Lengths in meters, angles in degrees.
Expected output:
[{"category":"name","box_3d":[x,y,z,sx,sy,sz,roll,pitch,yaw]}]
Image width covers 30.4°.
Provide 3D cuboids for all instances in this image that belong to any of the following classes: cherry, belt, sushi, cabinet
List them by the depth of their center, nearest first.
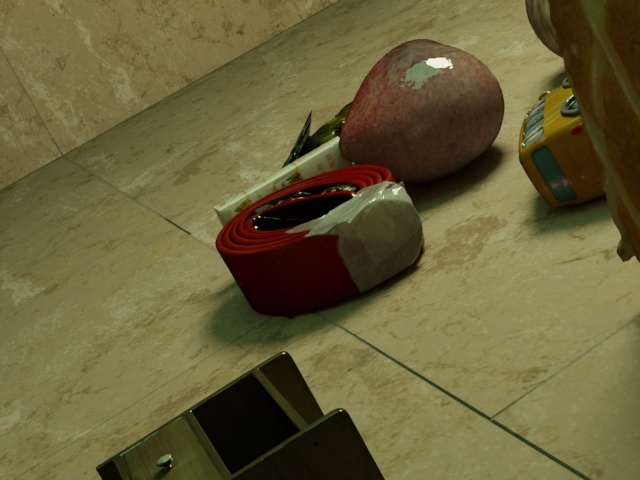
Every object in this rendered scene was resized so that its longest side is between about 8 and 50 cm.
[{"category":"cabinet","box_3d":[-0.068,0.230,1.062,0.215,0.148,0.175,-31,20,-10]},{"category":"belt","box_3d":[0.000,0.000,1.618,0.323,0.115,0.227,-7,30,48]},{"category":"cherry","box_3d":[0.154,-0.182,1.771,0.239,0.206,0.239,-31,44,35]},{"category":"sushi","box_3d":[-0.039,-0.089,1.888,0.192,0.050,0.215,-87,23,-72]}]

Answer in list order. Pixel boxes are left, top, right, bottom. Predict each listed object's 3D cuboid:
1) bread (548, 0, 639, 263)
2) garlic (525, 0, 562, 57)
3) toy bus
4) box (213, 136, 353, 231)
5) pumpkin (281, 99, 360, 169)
[{"category":"bread","box_3d":[0.423,-0.127,1.018,0.279,0.390,0.371,-23,16,-15]},{"category":"garlic","box_3d":[0.467,-0.397,1.811,0.317,0.259,0.317,-28,17,9]},{"category":"toy bus","box_3d":[0.327,-0.130,1.515,0.136,0.126,0.209,-28,18,24]},{"category":"box","box_3d":[-0.040,-0.052,1.784,0.220,0.122,0.032,-31,26,-13]},{"category":"pumpkin","box_3d":[0.087,-0.178,1.981,0.290,0.095,0.258,-38,26,-20]}]
